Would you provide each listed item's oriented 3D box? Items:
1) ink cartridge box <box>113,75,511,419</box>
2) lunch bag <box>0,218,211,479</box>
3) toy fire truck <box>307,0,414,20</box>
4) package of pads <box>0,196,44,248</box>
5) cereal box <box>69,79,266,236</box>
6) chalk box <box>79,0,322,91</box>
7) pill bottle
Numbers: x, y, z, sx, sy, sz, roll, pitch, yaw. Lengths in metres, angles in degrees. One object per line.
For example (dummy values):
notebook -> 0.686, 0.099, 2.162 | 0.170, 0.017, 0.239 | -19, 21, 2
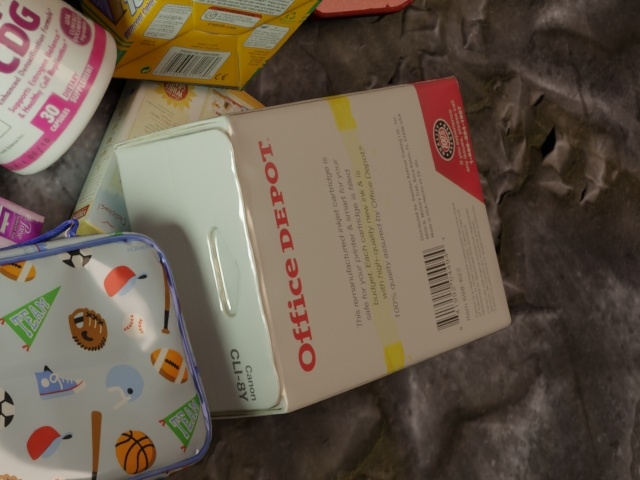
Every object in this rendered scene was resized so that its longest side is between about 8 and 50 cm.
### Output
ink cartridge box -> 0.000, 0.000, 1.675 | 0.384, 0.160, 0.279 | -14, 93, -51
lunch bag -> -0.243, 0.113, 1.428 | 0.303, 0.115, 0.243 | -12, 82, -40
toy fire truck -> -0.005, -0.377, 1.864 | 0.254, 0.169, 0.302 | -35, 100, -17
package of pads -> -0.303, -0.014, 1.562 | 0.083, 0.032, 0.050 | 27, 63, -31
cereal box -> -0.144, -0.067, 1.702 | 0.173, 0.047, 0.240 | 36, 57, -27
chalk box -> -0.143, -0.321, 1.671 | 0.180, 0.179, 0.289 | 2, 57, -40
pill bottle -> -0.339, -0.193, 1.503 | 0.283, 0.160, 0.160 | 33, 58, -28
